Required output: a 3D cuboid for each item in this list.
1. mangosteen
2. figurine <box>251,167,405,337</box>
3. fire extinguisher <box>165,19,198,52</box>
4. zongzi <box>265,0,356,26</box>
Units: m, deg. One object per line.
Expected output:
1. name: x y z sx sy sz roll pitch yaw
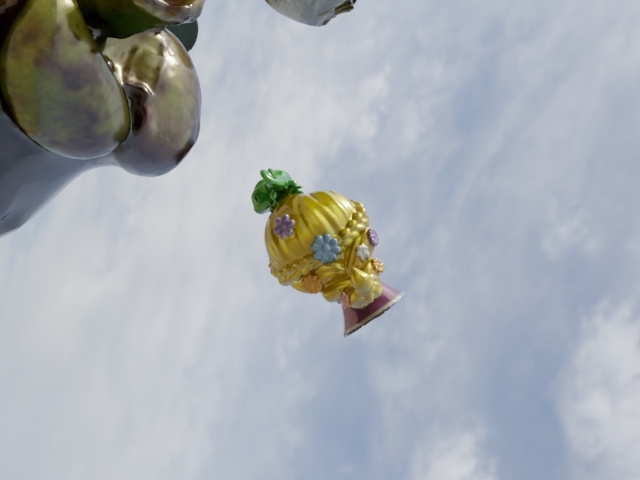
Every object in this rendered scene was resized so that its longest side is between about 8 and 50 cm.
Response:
1. mangosteen: -0.223 -0.129 0.494 0.297 0.313 0.297 -164 -90 -73
2. figurine: 0.000 0.000 0.665 0.156 0.094 0.115 56 -9 7
3. fire extinguisher: -0.265 -0.371 1.229 0.095 0.114 0.311 -47 -146 12
4. zongzi: 0.008 -0.270 0.786 0.274 0.145 0.300 120 -19 -51
